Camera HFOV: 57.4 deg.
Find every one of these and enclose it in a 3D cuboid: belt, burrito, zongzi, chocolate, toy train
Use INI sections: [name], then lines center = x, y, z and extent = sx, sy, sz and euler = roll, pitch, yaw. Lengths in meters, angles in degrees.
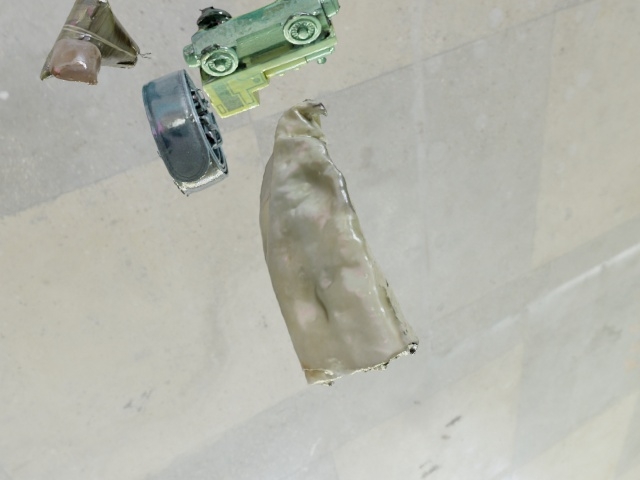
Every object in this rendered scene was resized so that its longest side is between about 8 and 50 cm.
[belt]
center = -0.246, -0.198, 1.103
extent = 0.116, 0.268, 0.207
euler = -22, 140, 0
[burrito]
center = -0.001, 0.001, 0.693
extent = 0.135, 0.332, 0.190
euler = -21, 162, 5
[zongzi]
center = -0.415, -0.328, 1.073
extent = 0.184, 0.084, 0.187
euler = -65, 165, -10
[chocolate]
center = -0.324, -0.242, 0.772
extent = 0.064, 0.101, 0.031
euler = 4, 128, -18
[toy train]
center = -0.118, -0.441, 1.341
extent = 0.368, 0.151, 0.237
euler = -17, 151, 10
